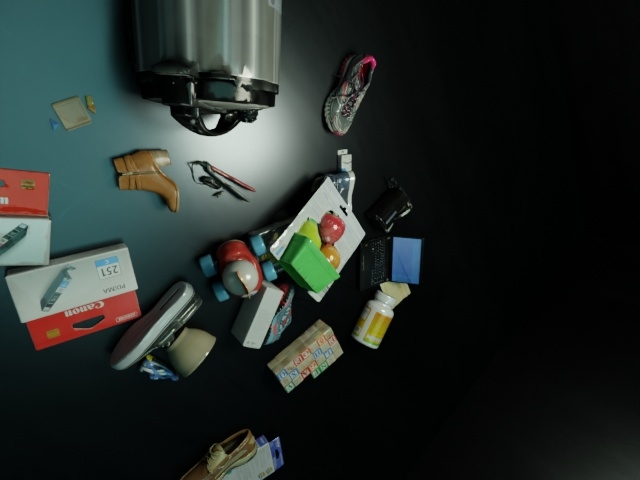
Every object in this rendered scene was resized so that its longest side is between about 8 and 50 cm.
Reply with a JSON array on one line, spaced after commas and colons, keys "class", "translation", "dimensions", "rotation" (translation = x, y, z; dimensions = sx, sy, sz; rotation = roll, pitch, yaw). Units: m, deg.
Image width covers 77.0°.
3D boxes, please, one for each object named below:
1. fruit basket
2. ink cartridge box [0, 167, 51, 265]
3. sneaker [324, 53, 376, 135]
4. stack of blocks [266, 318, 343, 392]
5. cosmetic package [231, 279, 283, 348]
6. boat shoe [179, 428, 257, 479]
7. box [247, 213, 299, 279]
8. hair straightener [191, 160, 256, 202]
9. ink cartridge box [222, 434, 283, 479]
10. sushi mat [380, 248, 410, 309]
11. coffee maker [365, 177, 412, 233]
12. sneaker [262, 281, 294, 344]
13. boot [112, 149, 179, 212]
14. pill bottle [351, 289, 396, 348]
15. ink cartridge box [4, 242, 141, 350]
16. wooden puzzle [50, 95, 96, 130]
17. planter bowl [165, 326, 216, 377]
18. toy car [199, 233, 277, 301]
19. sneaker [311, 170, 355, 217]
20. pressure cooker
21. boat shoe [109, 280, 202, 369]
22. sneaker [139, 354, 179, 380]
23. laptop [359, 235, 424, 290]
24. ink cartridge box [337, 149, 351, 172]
[{"class": "fruit basket", "translation": [0.000, 0.000, 1.496], "dimensions": [0.327, 0.166, 0.353], "rotation": [52, 60, -37]}, {"class": "ink cartridge box", "translation": [-0.823, -0.058, 0.983], "dimensions": [0.275, 0.060, 0.238], "rotation": [1, 106, -36]}, {"class": "sneaker", "translation": [0.105, -0.530, 1.458], "dimensions": [0.121, 0.112, 0.299], "rotation": [10, 101, -38]}, {"class": "stack of blocks", "translation": [-0.061, 0.503, 1.719], "dimensions": [0.297, 0.087, 0.171], "rotation": [-37, 124, -21]}, {"class": "cosmetic package", "translation": [-0.235, 0.266, 1.490], "dimensions": [0.086, 0.117, 0.231], "rotation": [23, 94, -40]}, {"class": "boat shoe", "translation": [-0.404, 0.857, 1.586], "dimensions": [0.324, 0.123, 0.119], "rotation": [-21, 113, -38]}, {"class": "box", "translation": [-0.145, 0.021, 1.506], "dimensions": [0.231, 0.056, 0.183], "rotation": [-22, 119, -29]}, {"class": "hair straightener", "translation": [-0.322, -0.180, 1.310], "dimensions": [0.230, 0.047, 0.089], "rotation": [30, 87, -39]}, {"class": "ink cartridge box", "translation": [-0.311, 0.966, 1.718], "dimensions": [0.311, 0.065, 0.185], "rotation": [-19, 117, -27]}, {"class": "sushi mat", "translation": [0.346, 0.186, 1.948], "dimensions": [0.151, 0.019, 0.316], "rotation": [-38, 125, -18]}, {"class": "coffee maker", "translation": [0.284, -0.146, 1.738], "dimensions": [0.178, 0.120, 0.171], "rotation": [-46, 104, -15]}, {"class": "sneaker", "translation": [-0.165, 0.281, 1.577], "dimensions": [0.125, 0.104, 0.261], "rotation": [18, 99, -56]}, {"class": "boot", "translation": [-0.504, -0.162, 1.172], "dimensions": [0.152, 0.073, 0.197], "rotation": [-20, 105, -31]}, {"class": "pill bottle", "translation": [0.255, 0.362, 1.868], "dimensions": [0.136, 0.136, 0.245], "rotation": [26, 90, -39]}, {"class": "ink cartridge box", "translation": [-0.687, 0.169, 1.158], "dimensions": [0.296, 0.066, 0.261], "rotation": [-17, 115, -31]}, {"class": "wooden puzzle", "translation": [-0.643, -0.331, 1.046], "dimensions": [0.116, 0.014, 0.078], "rotation": [-25, 115, -27]}, {"class": "planter bowl", "translation": [-0.448, 0.361, 1.355], "dimensions": [0.109, 0.162, 0.162], "rotation": [42, 79, -14]}, {"class": "toy car", "translation": [-0.255, 0.126, 1.310], "dimensions": [0.219, 0.238, 0.210], "rotation": [-22, 117, -8]}, {"class": "sneaker", "translation": [0.042, -0.157, 1.566], "dimensions": [0.164, 0.086, 0.226], "rotation": [-11, 121, -24]}, {"class": "pressure cooker", "translation": [-0.283, -0.481, 1.024], "dimensions": [0.370, 0.376, 0.420], "rotation": [-10, 111, -36]}, {"class": "boat shoe", "translation": [-0.512, 0.289, 1.291], "dimensions": [0.335, 0.121, 0.119], "rotation": [-47, 130, -14]}, {"class": "sneaker", "translation": [-0.547, 0.444, 1.367], "dimensions": [0.144, 0.053, 0.059], "rotation": [44, 78, -29]}, {"class": "laptop", "translation": [0.316, 0.109, 1.799], "dimensions": [0.265, 0.137, 0.234], "rotation": [-14, 113, -32]}, {"class": "ink cartridge box", "translation": [0.094, -0.312, 1.580], "dimensions": [0.048, 0.028, 0.083], "rotation": [-15, 114, -32]}]
